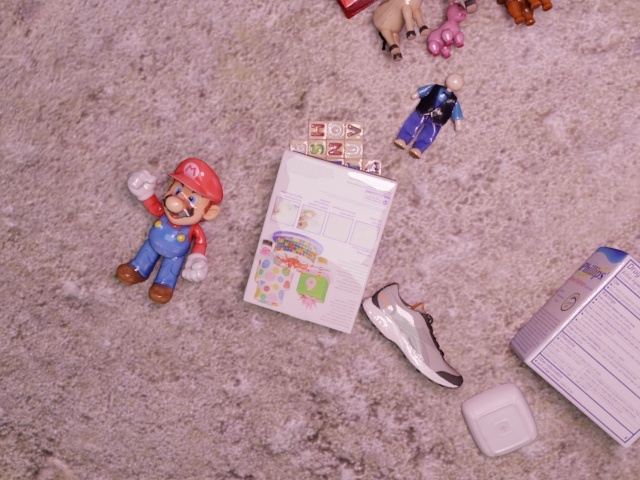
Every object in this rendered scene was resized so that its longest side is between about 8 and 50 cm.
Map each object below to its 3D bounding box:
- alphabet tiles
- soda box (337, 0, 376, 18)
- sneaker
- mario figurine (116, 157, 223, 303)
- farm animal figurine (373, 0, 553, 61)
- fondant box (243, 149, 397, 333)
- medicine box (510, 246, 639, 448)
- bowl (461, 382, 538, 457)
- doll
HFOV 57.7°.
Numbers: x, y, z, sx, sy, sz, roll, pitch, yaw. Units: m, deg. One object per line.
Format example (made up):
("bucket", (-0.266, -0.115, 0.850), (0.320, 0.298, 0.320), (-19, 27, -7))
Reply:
("alphabet tiles", (0.031, -0.137, 1.252), (0.198, 0.009, 0.237), (2, 97, 5))
("soda box", (0.142, -0.559, 1.157), (0.263, 0.083, 0.092), (-30, 91, 8))
("sneaker", (0.210, 0.204, 1.230), (0.108, 0.100, 0.271), (-44, 91, 3))
("mario figurine", (-0.320, -0.025, 1.212), (0.198, 0.170, 0.321), (19, 108, -32))
("farm animal figurine", (0.260, -0.494, 1.062), (0.330, 0.327, 0.172), (-13, 77, 0))
("fondant box", (0.000, 0.000, 1.219), (0.238, 0.096, 0.330), (17, 99, 2))
("medicine box", (0.588, 0.206, 1.167), (0.263, 0.149, 0.289), (41, 98, 0))
("bowl", (0.392, 0.395, 1.255), (0.142, 0.053, 0.142), (-25, 94, 6))
("doll", (0.236, -0.260, 1.200), (0.129, 0.046, 0.189), (34, 92, 10))
